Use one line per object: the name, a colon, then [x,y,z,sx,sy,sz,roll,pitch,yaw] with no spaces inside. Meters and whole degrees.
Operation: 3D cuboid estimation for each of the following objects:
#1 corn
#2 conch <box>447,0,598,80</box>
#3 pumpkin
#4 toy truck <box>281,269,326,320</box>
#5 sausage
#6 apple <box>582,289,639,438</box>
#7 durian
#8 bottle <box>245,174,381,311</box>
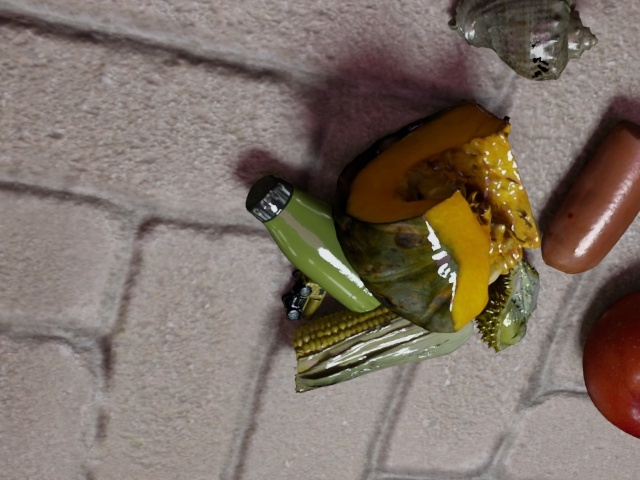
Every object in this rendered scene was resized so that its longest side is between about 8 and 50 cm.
corn: [0.093,0.160,1.491,0.305,0.123,0.122,-17,139,-3]
conch: [0.284,-0.306,1.283,0.207,0.130,0.155,13,85,8]
pumpkin: [0.162,-0.034,1.303,0.303,0.256,0.225,-39,116,-28]
toy truck: [-0.022,0.085,1.480,0.054,0.049,0.083,10,122,-24]
sausage: [0.438,-0.056,1.440,0.114,0.113,0.259,18,116,-20]
apple: [0.575,0.215,1.547,0.261,0.216,0.260,6,123,9]
durian: [0.294,0.090,1.492,0.102,0.146,0.208,23,137,25]
bottle: [0.000,0.000,1.394,0.112,0.112,0.260,-42,119,16]
